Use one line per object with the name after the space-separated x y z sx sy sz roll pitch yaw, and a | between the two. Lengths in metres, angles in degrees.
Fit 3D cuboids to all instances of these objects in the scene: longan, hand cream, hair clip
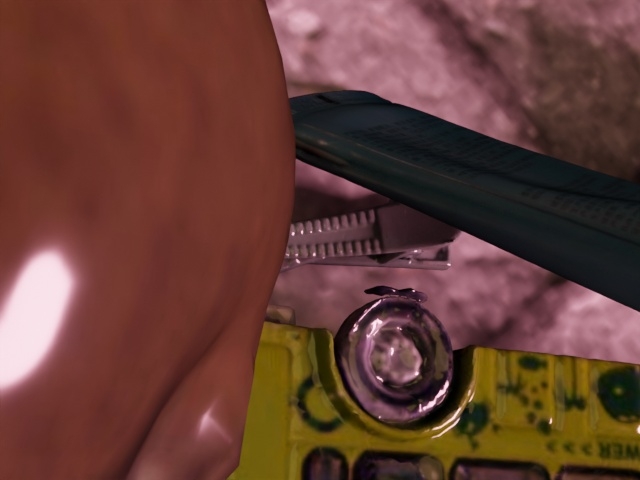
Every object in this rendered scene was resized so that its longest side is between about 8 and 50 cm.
-0.160 0.011 0.431 0.288 0.288 0.350 42 78 -6 | longan
0.082 -0.010 0.601 0.083 0.224 0.048 -17 124 -52 | hand cream
0.000 -0.001 0.643 0.115 0.039 0.030 -9 72 -23 | hair clip

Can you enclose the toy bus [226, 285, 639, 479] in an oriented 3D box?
0.075 0.100 0.605 0.302 0.113 0.139 7 75 -23 | toy bus
